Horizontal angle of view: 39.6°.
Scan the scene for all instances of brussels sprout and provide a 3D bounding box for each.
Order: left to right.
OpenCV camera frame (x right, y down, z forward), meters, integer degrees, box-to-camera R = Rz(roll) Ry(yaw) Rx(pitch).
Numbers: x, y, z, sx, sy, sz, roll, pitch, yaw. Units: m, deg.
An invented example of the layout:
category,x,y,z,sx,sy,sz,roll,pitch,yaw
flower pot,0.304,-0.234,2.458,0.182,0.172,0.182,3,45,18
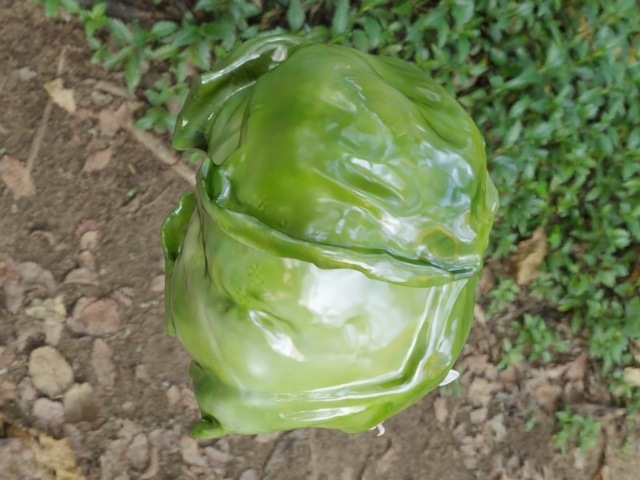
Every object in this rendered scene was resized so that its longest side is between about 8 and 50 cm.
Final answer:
category,x,y,z,sx,sy,sz,roll,pitch,yaw
brussels sprout,0.002,-0.001,0.603,0.227,0.259,0.294,15,19,2

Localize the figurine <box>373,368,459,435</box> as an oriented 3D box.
category,x,y,z,sx,sy,sz,roll,pitch,yaw
figurine,0.061,0.150,0.940,0.146,0.098,0.081,23,20,-19
